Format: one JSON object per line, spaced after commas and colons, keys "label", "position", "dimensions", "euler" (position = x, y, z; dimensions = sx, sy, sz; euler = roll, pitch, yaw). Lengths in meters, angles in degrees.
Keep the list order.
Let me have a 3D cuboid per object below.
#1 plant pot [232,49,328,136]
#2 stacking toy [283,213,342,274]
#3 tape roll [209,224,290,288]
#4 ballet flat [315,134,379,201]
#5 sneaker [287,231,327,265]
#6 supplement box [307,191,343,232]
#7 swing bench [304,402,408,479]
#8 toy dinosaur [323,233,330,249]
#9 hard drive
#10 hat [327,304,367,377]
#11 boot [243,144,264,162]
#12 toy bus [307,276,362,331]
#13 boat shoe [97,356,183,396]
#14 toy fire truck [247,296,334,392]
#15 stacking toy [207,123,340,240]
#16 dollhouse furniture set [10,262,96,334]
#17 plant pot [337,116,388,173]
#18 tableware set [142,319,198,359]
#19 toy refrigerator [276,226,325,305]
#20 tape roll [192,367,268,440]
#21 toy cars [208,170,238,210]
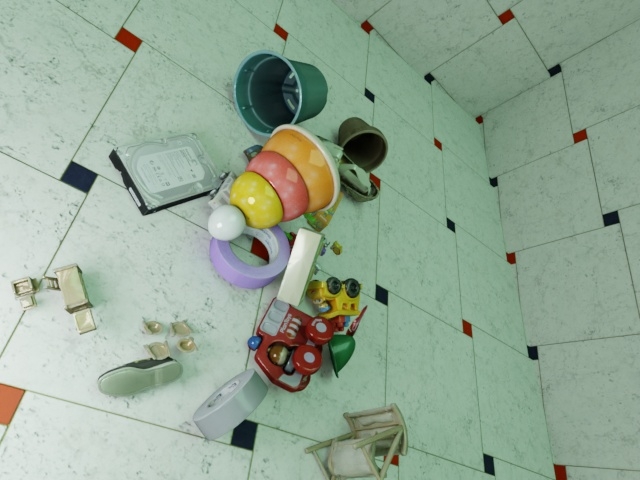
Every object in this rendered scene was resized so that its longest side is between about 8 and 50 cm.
{"label": "plant pot", "position": [-0.148, -0.649, 2.026], "dimensions": [0.341, 0.341, 0.334], "euler": [58, 33, 0]}
{"label": "stacking toy", "position": [-0.035, 0.010, 1.791], "dimensions": [0.221, 0.052, 0.167], "euler": [45, 49, 3]}
{"label": "tape roll", "position": [-0.250, 0.031, 1.639], "dimensions": [0.274, 0.090, 0.275], "euler": [16, 52, -22]}
{"label": "ballet flat", "position": [0.101, -0.347, 2.158], "dimensions": [0.482, 0.182, 0.164], "euler": [36, 77, -24]}
{"label": "sneaker", "position": [-0.080, 0.012, 1.849], "dimensions": [0.279, 0.107, 0.118], "euler": [-23, 78, -48]}
{"label": "supplement box", "position": [0.024, -0.145, 2.058], "dimensions": [0.078, 0.080, 0.233], "euler": [41, 47, -16]}
{"label": "swing bench", "position": [0.136, 0.695, 1.542], "dimensions": [0.254, 0.253, 0.165], "euler": [-22, 83, -47]}
{"label": "toy dinosaur", "position": [0.000, 0.000, 1.980], "dimensions": [0.082, 0.047, 0.090], "euler": [24, 60, -9]}
{"label": "hard drive", "position": [-0.522, -0.242, 1.602], "dimensions": [0.339, 0.064, 0.237], "euler": [-28, 88, -49]}
{"label": "hat", "position": [0.124, 0.389, 1.706], "dimensions": [0.173, 0.183, 0.209], "euler": [-118, -165, -70]}
{"label": "boot", "position": [-0.231, -0.376, 1.945], "dimensions": [0.106, 0.082, 0.219], "euler": [53, 44, -10]}
{"label": "toy bus", "position": [0.051, 0.256, 1.819], "dimensions": [0.220, 0.149, 0.212], "euler": [9, 77, -38]}
{"label": "boat shoe", "position": [-0.500, 0.370, 1.264], "dimensions": [0.227, 0.068, 0.081], "euler": [1, 101, -41]}
{"label": "toy fire truck", "position": [-0.113, 0.361, 1.592], "dimensions": [0.253, 0.169, 0.302], "euler": [27, 45, 1]}
{"label": "stacking toy", "position": [-0.198, -0.159, 1.590], "dimensions": [0.480, 0.350, 0.351], "euler": [-38, 95, -30]}
{"label": "dollhouse furniture set", "position": [-0.691, 0.177, 1.199], "dimensions": [0.160, 0.101, 0.182], "euler": [-17, 79, -22]}
{"label": "plant pot", "position": [0.186, -0.505, 2.324], "dimensions": [0.263, 0.263, 0.229], "euler": [20, 37, -35]}
{"label": "tableware set", "position": [-0.444, 0.288, 1.355], "dimensions": [0.168, 0.020, 0.141], "euler": [3, 35, -40]}
{"label": "toy refrigerator", "position": [-0.066, 0.094, 1.669], "dimensions": [0.094, 0.270, 0.102], "euler": [19, 5, 7]}
{"label": "tape roll", "position": [-0.258, 0.467, 1.322], "dimensions": [0.072, 0.219, 0.219], "euler": [54, 42, -3]}
{"label": "toy cars", "position": [-0.267, -0.188, 1.748], "dimensions": [0.393, 0.087, 0.177], "euler": [-11, 86, -57]}
